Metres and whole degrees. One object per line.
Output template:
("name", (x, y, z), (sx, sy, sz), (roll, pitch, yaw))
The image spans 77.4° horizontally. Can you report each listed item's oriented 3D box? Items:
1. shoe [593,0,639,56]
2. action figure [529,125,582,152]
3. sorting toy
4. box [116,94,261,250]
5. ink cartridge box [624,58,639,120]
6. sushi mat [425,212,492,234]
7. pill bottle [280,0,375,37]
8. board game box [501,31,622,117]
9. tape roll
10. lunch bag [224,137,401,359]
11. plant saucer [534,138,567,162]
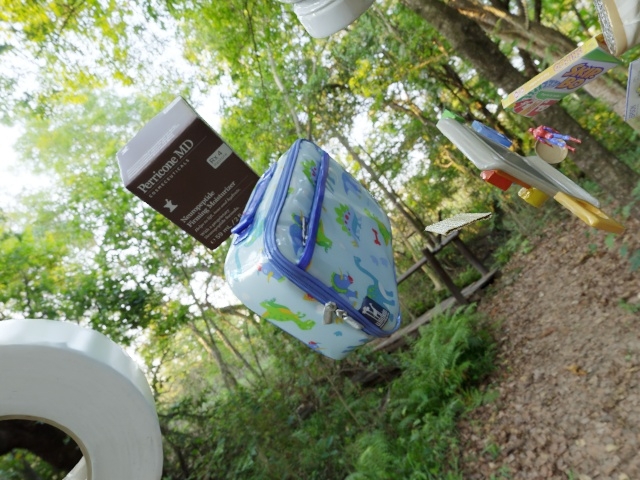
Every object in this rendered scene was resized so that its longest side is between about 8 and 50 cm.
("shoe", (0.404, -0.371, 0.552), (0.058, 0.218, 0.076), (-21, 18, 33))
("action figure", (0.543, -0.240, 0.934), (0.030, 0.115, 0.038), (3, -62, -52))
("sorting toy", (0.276, -0.104, 0.587), (0.347, 0.196, 0.047), (-100, 32, -55))
("box", (-0.233, -0.124, 0.748), (0.168, 0.167, 0.203), (-44, -48, 2))
("ink cartridge box", (0.704, -0.337, 0.765), (0.209, 0.045, 0.206), (-18, -27, 28))
("sushi mat", (0.452, -0.058, 1.343), (0.152, 0.019, 0.316), (-21, 2, 5))
("pill bottle", (-0.051, -0.554, 0.681), (0.204, 0.204, 0.361), (-40, -48, 7))
("board game box", (0.603, -0.401, 0.995), (0.124, 0.039, 0.259), (3, -23, -32))
("tape roll", (-0.316, 0.230, 0.406), (0.286, 0.286, 0.100), (-35, 19, -21))
("lunch bag", (0.000, 0.000, 0.429), (0.090, 0.176, 0.218), (-37, 26, 32))
("plant saucer", (0.611, -0.241, 1.063), (0.083, 0.083, 0.015), (-38, -14, -6))
